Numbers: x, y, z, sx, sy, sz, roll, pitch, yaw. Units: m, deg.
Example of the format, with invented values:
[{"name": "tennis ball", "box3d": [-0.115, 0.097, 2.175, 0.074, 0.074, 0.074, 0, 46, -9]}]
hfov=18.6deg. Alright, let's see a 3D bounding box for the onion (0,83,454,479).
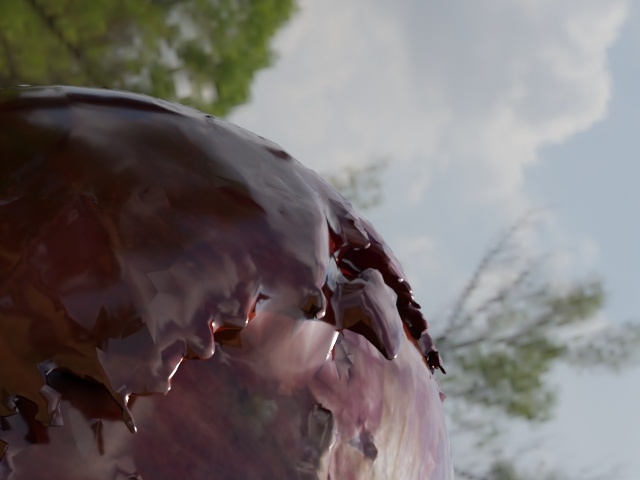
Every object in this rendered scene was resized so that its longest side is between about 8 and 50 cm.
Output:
[{"name": "onion", "box3d": [-0.083, 0.088, 0.607, 0.276, 0.276, 0.276, 165, -90, -80]}]
